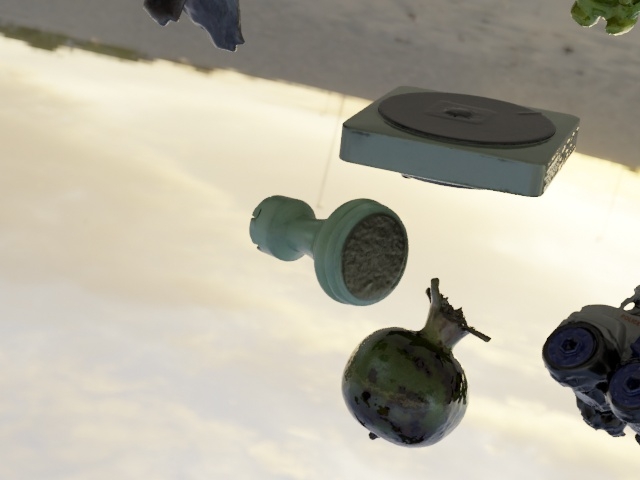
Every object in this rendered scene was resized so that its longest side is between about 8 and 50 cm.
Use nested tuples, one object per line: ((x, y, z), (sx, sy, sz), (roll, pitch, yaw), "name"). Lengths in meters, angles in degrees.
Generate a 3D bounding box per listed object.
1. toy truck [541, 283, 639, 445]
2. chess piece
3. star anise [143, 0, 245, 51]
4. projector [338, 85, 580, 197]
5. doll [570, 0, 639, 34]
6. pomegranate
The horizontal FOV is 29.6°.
((0.374, 0.139, 1.371), (0.213, 0.177, 0.161), (31, 168, 45), "toy truck")
((0.000, 0.000, 0.773), (0.067, 0.067, 0.103), (2, -170, -41), "chess piece")
((-0.147, -0.395, 1.497), (0.359, 0.316, 0.139), (-28, -154, -34), "star anise")
((0.182, -0.125, 1.552), (0.259, 0.079, 0.257), (12, -157, 18), "projector")
((0.200, -0.364, 1.064), (0.098, 0.341, 0.346), (-22, -110, -31), "doll")
((0.105, 0.144, 1.322), (0.148, 0.169, 0.148), (44, 168, 11), "pomegranate")
